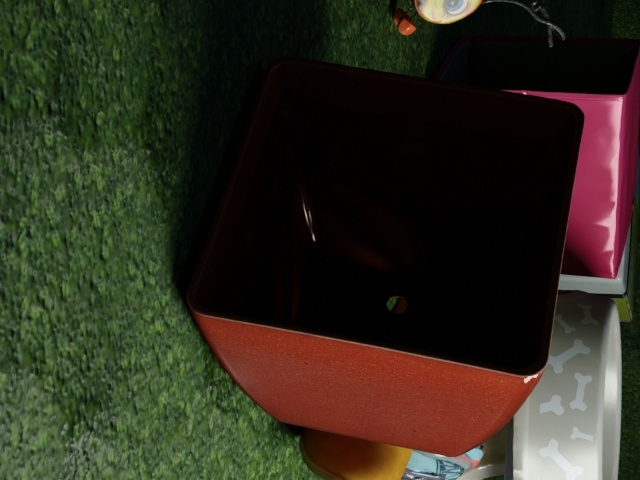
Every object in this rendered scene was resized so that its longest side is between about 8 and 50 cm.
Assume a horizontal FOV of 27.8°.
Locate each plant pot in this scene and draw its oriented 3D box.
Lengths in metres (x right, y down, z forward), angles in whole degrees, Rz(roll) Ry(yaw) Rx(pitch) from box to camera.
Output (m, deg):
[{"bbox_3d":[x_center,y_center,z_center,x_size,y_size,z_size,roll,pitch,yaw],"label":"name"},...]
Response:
[{"bbox_3d":[0.059,0.037,1.093,0.235,0.267,0.267,90,14,-55],"label":"plant pot"}]

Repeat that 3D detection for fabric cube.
[{"bbox_3d":[0.299,-0.125,1.777,0.254,0.259,0.258,-56,147,-59],"label":"fabric cube"}]

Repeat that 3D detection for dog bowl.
[{"bbox_3d":[0.318,0.224,1.627,0.349,0.102,0.348,2,90,-73],"label":"dog bowl"}]

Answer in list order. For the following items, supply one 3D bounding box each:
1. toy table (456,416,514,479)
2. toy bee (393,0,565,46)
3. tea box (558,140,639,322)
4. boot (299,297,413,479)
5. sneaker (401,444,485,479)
[{"bbox_3d":[0.213,0.260,1.730,0.274,0.161,0.252,-61,148,-55],"label":"toy table"},{"bbox_3d":[0.138,-0.309,1.446,0.298,0.162,0.195,58,9,-8],"label":"toy bee"},{"bbox_3d":[0.462,-0.047,2.353,0.323,0.220,0.329,44,51,-68],"label":"tea box"},{"bbox_3d":[0.075,0.117,1.262,0.211,0.104,0.295,-64,177,11],"label":"boot"},{"bbox_3d":[0.108,0.271,1.439,0.125,0.104,0.262,-62,170,-20],"label":"sneaker"}]
